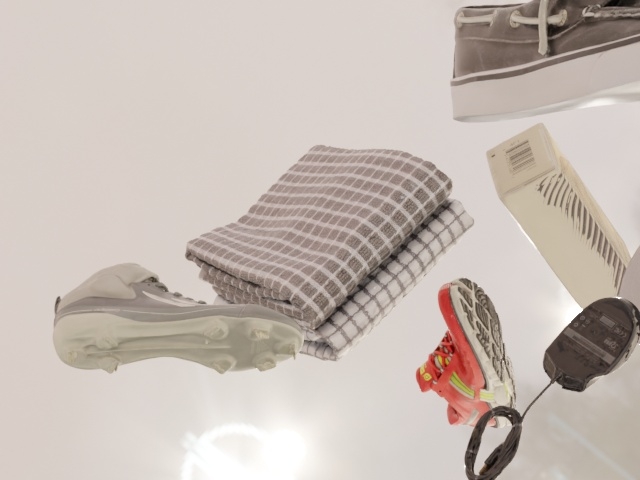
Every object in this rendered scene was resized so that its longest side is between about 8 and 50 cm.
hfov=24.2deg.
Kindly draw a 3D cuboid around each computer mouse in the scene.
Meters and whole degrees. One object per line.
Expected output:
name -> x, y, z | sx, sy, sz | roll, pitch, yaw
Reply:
computer mouse -> 0.228, 0.150, 1.461 | 0.242, 0.071, 0.041 | -44, -36, -10

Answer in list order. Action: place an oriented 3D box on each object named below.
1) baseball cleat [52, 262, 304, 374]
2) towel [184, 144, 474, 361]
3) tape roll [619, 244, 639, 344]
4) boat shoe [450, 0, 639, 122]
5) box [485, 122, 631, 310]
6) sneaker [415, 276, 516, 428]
baseball cleat -> -0.119, 0.059, 1.243 | 0.109, 0.205, 0.072 | -101, 16, -48
towel -> 0.000, 0.000, 1.682 | 0.235, 0.283, 0.121 | -46, -60, -18
tape roll -> 0.445, 0.047, 1.677 | 0.219, 0.072, 0.219 | -36, 32, 26
boat shoe -> 0.184, -0.142, 0.977 | 0.113, 0.105, 0.306 | -6, 2, -22
box -> 0.341, -0.028, 2.086 | 0.094, 0.113, 0.275 | -29, -51, 17
sneaker -> 0.176, 0.158, 1.895 | 0.279, 0.118, 0.107 | 69, -162, -45
